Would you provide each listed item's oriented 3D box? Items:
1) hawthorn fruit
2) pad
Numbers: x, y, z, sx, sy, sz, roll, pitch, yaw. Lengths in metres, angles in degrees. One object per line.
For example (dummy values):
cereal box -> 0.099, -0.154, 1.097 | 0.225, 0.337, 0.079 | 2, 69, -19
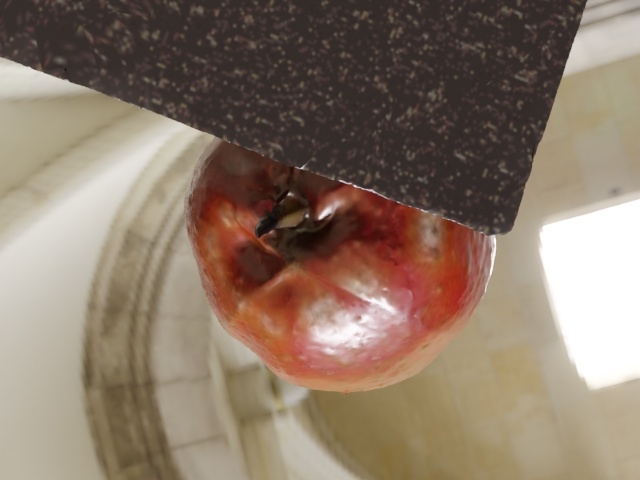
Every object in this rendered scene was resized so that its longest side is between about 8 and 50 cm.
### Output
hawthorn fruit -> 0.000, 0.000, 1.219 | 0.300, 0.254, 0.254 | -13, -93, -69
pad -> -0.021, -0.153, 0.744 | 0.004, 0.330, 0.220 | -169, 99, -73
